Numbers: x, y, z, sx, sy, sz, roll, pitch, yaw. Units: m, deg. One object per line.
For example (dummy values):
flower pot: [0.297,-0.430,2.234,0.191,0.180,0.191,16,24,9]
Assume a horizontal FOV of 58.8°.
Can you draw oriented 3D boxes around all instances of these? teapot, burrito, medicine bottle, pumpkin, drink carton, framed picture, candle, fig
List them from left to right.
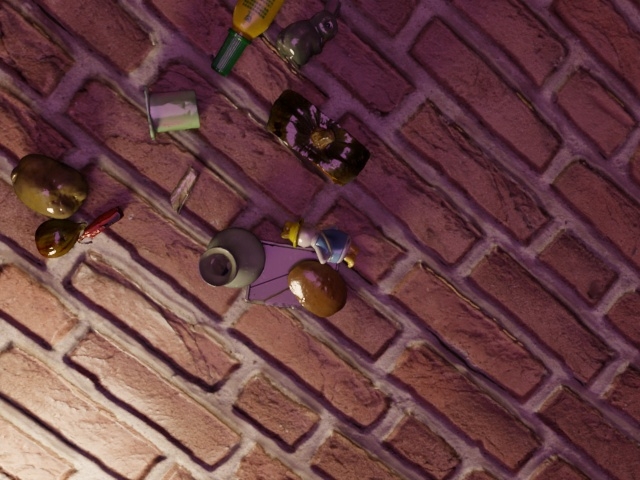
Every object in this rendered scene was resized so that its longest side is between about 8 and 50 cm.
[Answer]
fig: [-0.746,-0.014,1.644,0.155,0.103,0.109,-17,119,-1]
candle: [-0.654,-0.042,1.685,0.162,0.048,0.053,-35,65,0]
drink carton: [-0.421,-0.368,1.617,0.142,0.144,0.146,-10,99,-14]
burrito: [-0.408,-0.151,1.688,0.055,0.041,0.149,29,95,-22]
teapot: [-0.262,0.058,1.619,0.184,0.251,0.183,1,95,7]
medicine bottle: [-0.215,-0.613,1.626,0.111,0.076,0.309,33,93,-3]
framed picture: [-0.085,0.114,1.767,0.281,0.019,0.208,10,97,-6]
pumpkin: [-0.010,-0.289,1.617,0.317,0.222,0.139,39,94,-8]

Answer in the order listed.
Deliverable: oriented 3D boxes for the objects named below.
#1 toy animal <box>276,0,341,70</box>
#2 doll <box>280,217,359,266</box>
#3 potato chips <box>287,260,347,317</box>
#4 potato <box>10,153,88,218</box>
toy animal: [-0.016,-0.600,1.625,0.236,0.138,0.108,-40,66,5]
doll: [0.000,0.000,1.714,0.241,0.099,0.135,19,84,1]
potato chips: [-0.003,0.151,1.747,0.150,0.049,0.201,-37,108,4]
potato: [-0.772,-0.153,1.612,0.200,0.137,0.154,29,65,-9]
